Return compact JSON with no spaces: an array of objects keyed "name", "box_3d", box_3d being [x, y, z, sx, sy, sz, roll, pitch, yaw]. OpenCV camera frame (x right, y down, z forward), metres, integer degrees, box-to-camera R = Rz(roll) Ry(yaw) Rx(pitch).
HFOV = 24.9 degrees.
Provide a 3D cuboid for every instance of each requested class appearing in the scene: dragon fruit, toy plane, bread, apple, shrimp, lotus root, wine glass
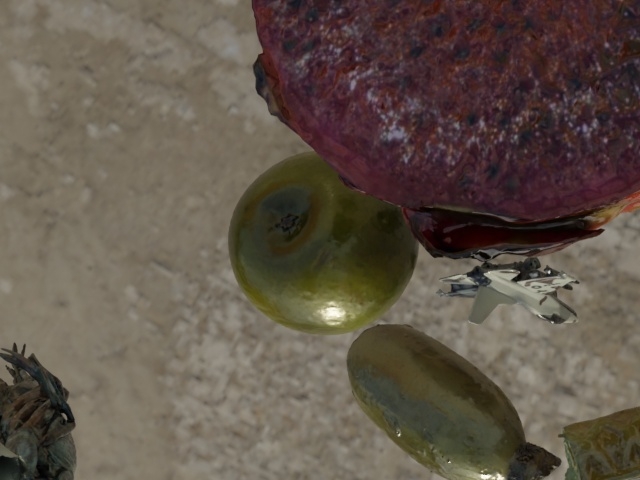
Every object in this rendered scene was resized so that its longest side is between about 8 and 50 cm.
[{"name":"dragon fruit","box_3d":[0.141,-0.176,0.984,0.386,0.371,0.249,47,-174,18]},{"name":"toy plane","box_3d":[0.218,0.050,1.565,0.160,0.234,0.082,-11,81,37]},{"name":"bread","box_3d":[0.398,0.220,1.592,0.269,0.087,0.098,-15,84,3]},{"name":"apple","box_3d":[0.000,0.000,1.455,0.196,0.196,0.157,-3,163,28]},{"name":"shrimp","box_3d":[-0.363,0.218,1.811,0.137,0.372,0.172,26,114,-40]},{"name":"lotus root","box_3d":[0.090,0.127,1.051,0.183,0.077,0.090,36,166,34]},{"name":"wine glass","box_3d":[-0.245,0.151,1.025,0.083,0.039,0.042,26,108,31]}]
